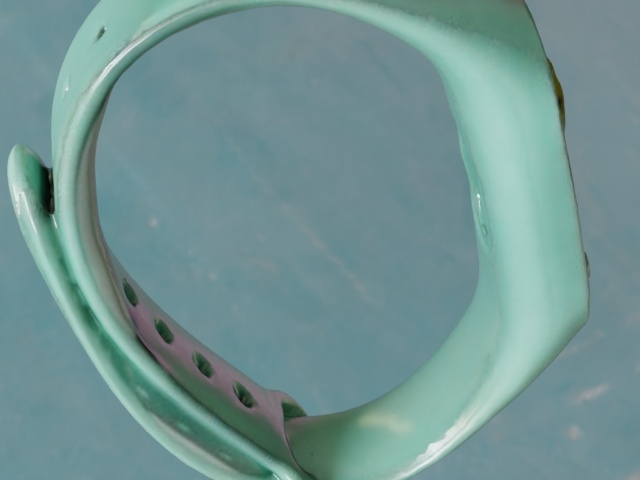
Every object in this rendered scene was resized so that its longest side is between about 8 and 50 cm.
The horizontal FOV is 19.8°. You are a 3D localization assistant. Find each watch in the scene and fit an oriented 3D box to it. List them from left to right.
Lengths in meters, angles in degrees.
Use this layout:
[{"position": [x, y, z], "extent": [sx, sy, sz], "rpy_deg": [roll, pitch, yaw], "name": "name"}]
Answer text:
[{"position": [0.000, 0.000, 0.669], "extent": [0.195, 0.237, 0.068], "rpy_deg": [-17, 36, 0], "name": "watch"}]
